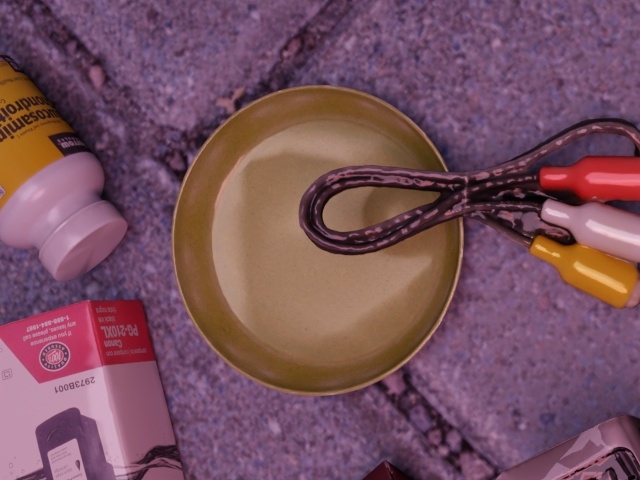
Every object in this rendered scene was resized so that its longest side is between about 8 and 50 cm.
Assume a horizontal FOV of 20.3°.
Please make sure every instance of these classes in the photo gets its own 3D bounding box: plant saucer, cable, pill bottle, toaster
[{"bbox_3d":[0.000,0.000,1.395,0.241,0.037,0.241,0,89,20],"label":"plant saucer"},{"bbox_3d":[0.131,-0.035,1.302,0.287,0.072,0.139,9,89,1],"label":"cable"},{"bbox_3d":[-0.241,-0.058,1.448,0.103,0.103,0.184,-45,75,13],"label":"pill bottle"},{"bbox_3d":[0.218,0.222,1.245,0.110,0.185,0.168,-30,71,14],"label":"toaster"}]

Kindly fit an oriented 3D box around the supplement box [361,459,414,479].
[{"bbox_3d":[-0.001,0.292,1.334,0.239,0.130,0.073,-43,120,14],"label":"supplement box"}]

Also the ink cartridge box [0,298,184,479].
[{"bbox_3d":[-0.210,0.182,1.431,0.172,0.100,0.237,-16,83,19],"label":"ink cartridge box"}]
